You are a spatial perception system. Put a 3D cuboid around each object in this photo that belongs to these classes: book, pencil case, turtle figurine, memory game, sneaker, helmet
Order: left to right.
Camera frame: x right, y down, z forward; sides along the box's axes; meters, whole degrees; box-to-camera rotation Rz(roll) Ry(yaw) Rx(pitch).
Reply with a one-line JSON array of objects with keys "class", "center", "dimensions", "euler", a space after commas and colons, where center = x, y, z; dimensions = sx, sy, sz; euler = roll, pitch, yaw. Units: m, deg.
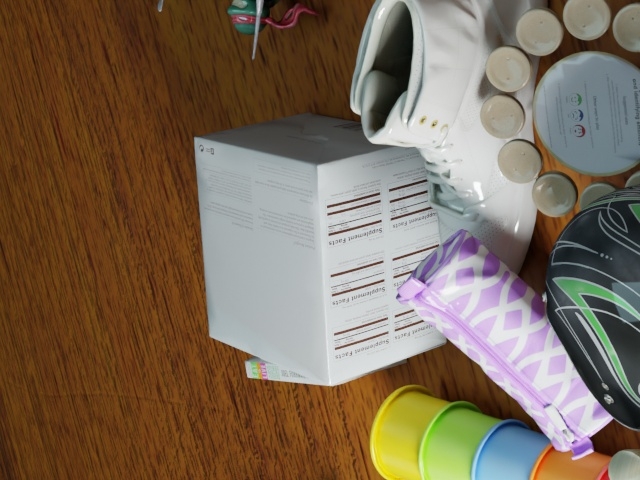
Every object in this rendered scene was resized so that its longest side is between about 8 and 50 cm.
[{"class": "turtle figurine", "center": [-0.076, -0.286, 1.392], "dimensions": [0.175, 0.118, 0.234], "euler": [5, 91, 37]}, {"class": "book", "center": [0.003, 0.121, 1.447], "dimensions": [0.144, 0.096, 0.035], "euler": [-2, 100, 53]}, {"class": "sneaker", "center": [0.093, -0.080, 1.195], "dimensions": [0.108, 0.169, 0.293], "euler": [23, 121, 45]}, {"class": "pencil case", "center": [0.155, 0.085, 1.178], "dimensions": [0.206, 0.088, 0.086], "euler": [43, 137, -2]}, {"class": "memory game", "center": [0.209, -0.098, 1.101], "dimensions": [0.186, 0.012, 0.186], "euler": [10, 115, 23]}, {"class": "helmet", "center": [0.245, 0.037, 1.043], "dimensions": [0.169, 0.169, 0.162], "euler": [-36, 81, 52]}]

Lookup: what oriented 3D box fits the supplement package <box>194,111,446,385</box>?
[{"class": "supplement package", "center": [0.000, 0.000, 1.362], "dimensions": [0.194, 0.149, 0.203], "euler": [17, 115, 50]}]

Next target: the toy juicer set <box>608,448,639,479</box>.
[{"class": "toy juicer set", "center": [0.311, 0.127, 0.943], "dimensions": [0.329, 0.209, 0.089], "euler": [-52, 53, 47]}]

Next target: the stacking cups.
[{"class": "stacking cups", "center": [0.186, 0.200, 1.254], "dimensions": [0.316, 0.096, 0.096], "euler": [10, 110, 46]}]
